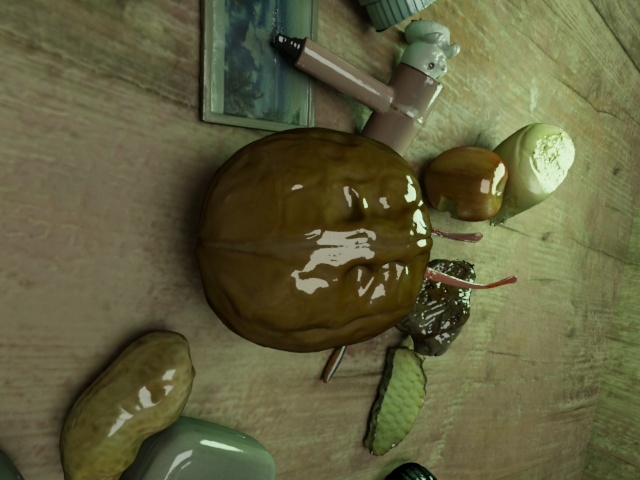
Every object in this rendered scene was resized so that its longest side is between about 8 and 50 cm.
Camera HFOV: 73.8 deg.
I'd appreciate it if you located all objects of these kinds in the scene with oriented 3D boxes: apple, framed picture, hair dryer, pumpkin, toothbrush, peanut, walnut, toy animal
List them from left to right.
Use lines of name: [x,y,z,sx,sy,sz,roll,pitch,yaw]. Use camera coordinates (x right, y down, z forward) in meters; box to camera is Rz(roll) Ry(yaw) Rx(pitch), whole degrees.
peanut: [-0.281,0.251,0.628,0.253,0.122,0.137,-47,116,-20]
framed picture: [-0.099,-0.350,0.738,0.232,0.024,0.314,-5,101,-39]
walnut: [0.000,0.000,0.686,0.398,0.308,0.354,-8,106,-29]
hair dryer: [0.057,-0.285,0.813,0.344,0.106,0.189,19,113,-28]
toothbrush: [0.080,0.171,0.965,0.031,0.023,0.321,38,73,-33]
pumpkin: [0.231,0.681,1.092,0.202,0.140,0.201,-4,97,-37]
toy animal: [0.214,-0.355,0.924,0.104,0.131,0.220,16,90,-53]
apple: [0.347,-0.138,1.035,0.199,0.199,0.199,-7,102,-37]

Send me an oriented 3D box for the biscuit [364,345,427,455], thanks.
biscuit: [0.205,0.408,1.094,0.187,0.036,0.273,21,84,-38]

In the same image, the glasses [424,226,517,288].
glasses: [0.249,0.033,0.899,0.268,0.234,0.118,21,115,-19]

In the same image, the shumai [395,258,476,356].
shumai: [0.266,0.165,1.050,0.185,0.184,0.218,86,29,-57]

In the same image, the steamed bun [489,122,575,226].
steamed bun: [0.516,-0.185,1.135,0.166,0.232,0.273,44,69,-5]

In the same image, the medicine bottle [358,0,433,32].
medicine bottle: [0.100,-0.569,0.775,0.158,0.158,0.318,-47,123,-23]

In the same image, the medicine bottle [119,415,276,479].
medicine bottle: [-0.245,0.492,0.695,0.282,0.123,0.375,38,74,-37]

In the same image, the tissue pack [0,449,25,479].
tissue pack: [-0.472,0.271,0.410,0.236,0.229,0.333,-33,116,-31]
